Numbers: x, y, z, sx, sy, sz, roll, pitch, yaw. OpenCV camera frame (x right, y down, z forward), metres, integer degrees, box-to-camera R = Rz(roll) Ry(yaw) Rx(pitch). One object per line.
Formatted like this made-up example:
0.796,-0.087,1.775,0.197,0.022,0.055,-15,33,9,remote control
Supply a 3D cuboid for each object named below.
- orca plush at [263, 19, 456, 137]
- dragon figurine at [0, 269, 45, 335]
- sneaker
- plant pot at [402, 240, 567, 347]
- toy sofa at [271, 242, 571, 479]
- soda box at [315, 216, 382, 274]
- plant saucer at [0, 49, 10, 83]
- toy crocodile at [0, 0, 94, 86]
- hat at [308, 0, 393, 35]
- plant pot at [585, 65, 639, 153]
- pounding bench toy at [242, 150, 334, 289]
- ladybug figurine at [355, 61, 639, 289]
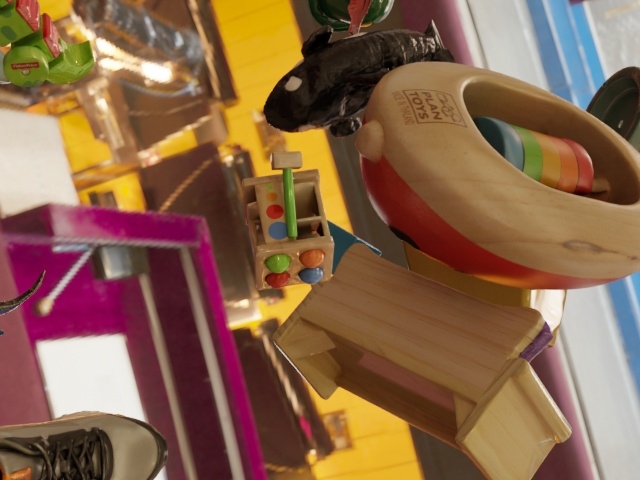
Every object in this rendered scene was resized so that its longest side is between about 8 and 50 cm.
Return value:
0.071,-0.204,1.346,0.102,0.287,0.151,29,-55,55,orca plush
-0.505,0.104,1.460,0.289,0.144,0.085,-11,90,-35,dragon figurine
-0.253,0.207,0.916,0.271,0.108,0.100,1,82,-39,sneaker
0.262,0.071,1.575,0.212,0.212,0.187,24,60,-56,plant pot
0.128,0.150,1.264,0.177,0.362,0.150,-50,130,-17,toy sofa
0.000,0.000,1.673,0.067,0.071,0.210,29,2,-41,soda box
-0.661,-0.347,1.927,0.195,0.037,0.195,38,17,-14,plant saucer
-0.462,-0.336,1.514,0.340,0.105,0.115,49,23,-52,toy crocodile
0.094,-0.353,1.530,0.183,0.208,0.173,41,-9,39,hat
0.517,-0.149,1.570,0.196,0.293,0.293,20,40,-15,plant pot
-0.021,-0.012,0.676,0.083,0.052,0.065,94,-13,-60,pounding bench toy
0.217,-0.062,1.204,0.449,0.162,0.305,13,41,-30,ladybug figurine
